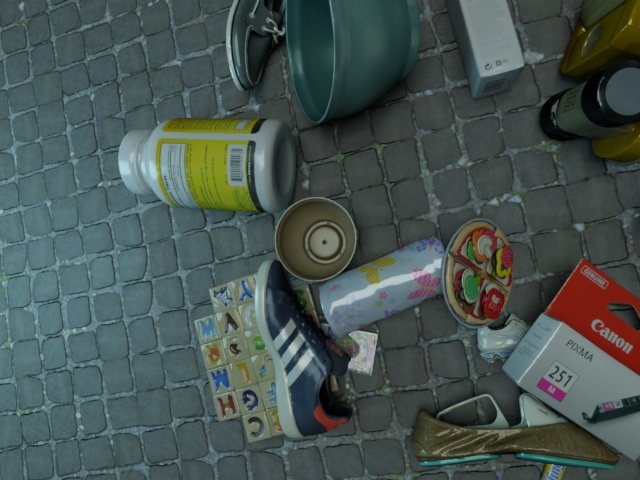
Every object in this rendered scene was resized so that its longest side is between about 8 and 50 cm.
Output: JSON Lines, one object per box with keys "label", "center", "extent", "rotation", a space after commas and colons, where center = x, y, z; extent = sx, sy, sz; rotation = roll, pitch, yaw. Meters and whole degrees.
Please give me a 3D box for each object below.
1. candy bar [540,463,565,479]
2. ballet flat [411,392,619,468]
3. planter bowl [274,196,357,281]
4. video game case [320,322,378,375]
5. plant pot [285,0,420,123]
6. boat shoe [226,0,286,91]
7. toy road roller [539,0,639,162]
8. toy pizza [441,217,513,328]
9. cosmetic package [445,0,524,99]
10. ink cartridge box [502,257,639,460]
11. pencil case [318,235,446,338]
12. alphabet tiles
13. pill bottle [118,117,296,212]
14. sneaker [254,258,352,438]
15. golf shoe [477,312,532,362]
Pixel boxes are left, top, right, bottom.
{"label": "candy bar", "center": [0.428, 0.442, 0.795], "extent": [0.040, 0.018, 0.162], "rotation": [17, 89, 13]}
{"label": "ballet flat", "center": [0.336, 0.345, 0.783], "extent": [0.341, 0.116, 0.124], "rotation": [-9, 61, 19]}
{"label": "planter bowl", "center": [0.000, 0.000, 0.873], "extent": [0.161, 0.109, 0.162], "rotation": [-1, 87, 12]}
{"label": "video game case", "center": [0.054, 0.226, 0.896], "extent": [0.121, 0.011, 0.087], "rotation": [9, 88, 13]}
{"label": "plant pot", "center": [0.065, -0.384, 0.819], "extent": [0.196, 0.293, 0.294], "rotation": [-12, 83, -15]}
{"label": "boat shoe", "center": [-0.125, -0.481, 0.932], "extent": [0.098, 0.116, 0.320], "rotation": [6, 83, 17]}
{"label": "toy road roller", "center": [0.561, -0.297, 0.731], "extent": [0.240, 0.202, 0.330], "rotation": [16, 95, 1]}
{"label": "toy pizza", "center": [0.296, 0.060, 0.778], "extent": [0.032, 0.201, 0.202], "rotation": [2, 93, 57]}
{"label": "cosmetic package", "center": [0.312, -0.408, 0.829], "extent": [0.085, 0.117, 0.231], "rotation": [-13, 85, 11]}
{"label": "ink cartridge box", "center": [0.491, 0.204, 0.732], "extent": [0.275, 0.060, 0.239], "rotation": [33, 95, -9]}
{"label": "pencil case", "center": [0.130, 0.094, 0.834], "extent": [0.272, 0.114, 0.124], "rotation": [-26, 122, 10]}
{"label": "alphabet tiles", "center": [-0.124, 0.244, 0.927], "extent": [0.284, 0.011, 0.343], "rotation": [-19, 82, 13]}
{"label": "pill bottle", "center": [-0.231, -0.158, 0.895], "extent": [0.333, 0.188, 0.188], "rotation": [5, 87, 13]}
{"label": "sneaker", "center": [-0.023, 0.199, 0.837], "extent": [0.147, 0.131, 0.351], "rotation": [-13, 92, 15]}
{"label": "golf shoe", "center": [0.382, 0.176, 0.801], "extent": [0.176, 0.069, 0.086], "rotation": [-9, 78, 10]}
